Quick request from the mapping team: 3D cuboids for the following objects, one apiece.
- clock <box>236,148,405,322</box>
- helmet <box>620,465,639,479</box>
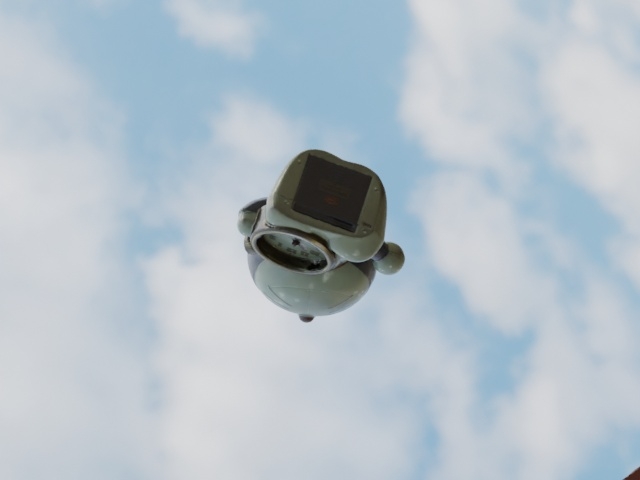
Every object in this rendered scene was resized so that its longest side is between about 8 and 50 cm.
[{"bbox_3d":[0.000,0.000,2.044,0.200,0.243,0.146,15,-113,-3],"label":"clock"},{"bbox_3d":[0.386,0.321,1.577,0.230,0.338,0.385,63,-161,-4],"label":"helmet"}]
